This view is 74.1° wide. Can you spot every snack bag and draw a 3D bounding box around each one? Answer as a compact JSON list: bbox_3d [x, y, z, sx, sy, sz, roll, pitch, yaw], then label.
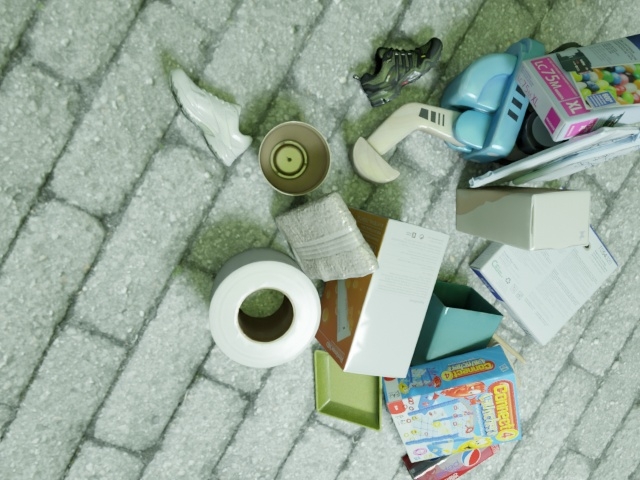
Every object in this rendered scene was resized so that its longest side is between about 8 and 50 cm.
[{"bbox_3d":[0.571,-0.184,0.968,0.342,0.323,0.037,-9,84,-34],"label":"snack bag"}]

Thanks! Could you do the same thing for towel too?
[{"bbox_3d":[0.000,0.000,0.945,0.049,0.282,0.187,-36,100,-28],"label":"towel"}]

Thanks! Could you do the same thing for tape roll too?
[{"bbox_3d":[-0.134,0.149,0.993,0.246,0.169,0.246,-2,99,-12],"label":"tape roll"}]

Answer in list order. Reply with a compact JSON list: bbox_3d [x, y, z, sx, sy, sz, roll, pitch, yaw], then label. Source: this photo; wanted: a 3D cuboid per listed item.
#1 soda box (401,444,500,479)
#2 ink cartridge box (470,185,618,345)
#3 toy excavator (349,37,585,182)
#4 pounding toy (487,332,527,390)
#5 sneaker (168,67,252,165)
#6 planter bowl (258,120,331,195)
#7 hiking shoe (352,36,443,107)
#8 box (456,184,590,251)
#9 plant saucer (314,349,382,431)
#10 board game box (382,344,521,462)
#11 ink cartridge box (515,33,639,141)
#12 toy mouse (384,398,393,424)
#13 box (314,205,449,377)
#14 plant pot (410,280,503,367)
[{"bbox_3d":[0.376,0.616,1.221,0.263,0.092,0.083,-28,103,-6],"label":"soda box"},{"bbox_3d":[0.638,0.073,1.204,0.330,0.071,0.324,-44,105,-6],"label":"ink cartridge box"},{"bbox_3d":[0.335,-0.297,1.025,0.445,0.222,0.433,19,93,-2],"label":"toy excavator"},{"bbox_3d":[0.460,0.356,1.164,0.154,0.155,0.269,-31,104,-11],"label":"pounding toy"},{"bbox_3d":[-0.240,-0.289,0.948,0.115,0.090,0.232,-39,114,-11],"label":"sneaker"},{"bbox_3d":[-0.065,-0.188,0.983,0.162,0.109,0.162,-2,100,-12],"label":"planter bowl"},{"bbox_3d":[0.190,-0.426,1.012,0.227,0.086,0.114,-41,108,-2],"label":"hiking shoe"},{"bbox_3d":[0.465,-0.064,1.015,0.148,0.311,0.121,-5,100,-12],"label":"box"},{"bbox_3d":[0.078,0.377,1.099,0.188,0.045,0.188,5,105,29],"label":"plant saucer"},{"bbox_3d":[0.341,0.431,1.091,0.302,0.086,0.308,-17,125,9],"label":"board game box"},{"bbox_3d":[0.581,-0.315,0.845,0.311,0.065,0.186,-12,61,-3],"label":"ink cartridge box"},{"bbox_3d":[0.237,0.467,1.197,0.161,0.031,0.143,28,92,-15],"label":"toy mouse"},{"bbox_3d":[0.131,0.114,1.011,0.168,0.215,0.345,13,96,-23],"label":"box"},{"bbox_3d":[0.327,0.248,1.120,0.165,0.166,0.234,11,108,-14],"label":"plant pot"}]
